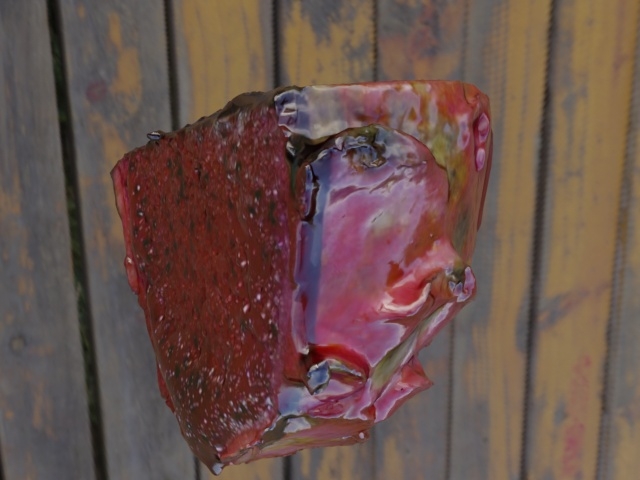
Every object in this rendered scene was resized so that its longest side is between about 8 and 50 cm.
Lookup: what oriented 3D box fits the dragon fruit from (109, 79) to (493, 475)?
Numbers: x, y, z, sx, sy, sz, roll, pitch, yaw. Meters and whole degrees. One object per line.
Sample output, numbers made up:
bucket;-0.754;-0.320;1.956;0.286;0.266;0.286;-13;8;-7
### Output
dragon fruit;0.000;0.000;0.600;0.189;0.261;0.163;-37;99;-18
